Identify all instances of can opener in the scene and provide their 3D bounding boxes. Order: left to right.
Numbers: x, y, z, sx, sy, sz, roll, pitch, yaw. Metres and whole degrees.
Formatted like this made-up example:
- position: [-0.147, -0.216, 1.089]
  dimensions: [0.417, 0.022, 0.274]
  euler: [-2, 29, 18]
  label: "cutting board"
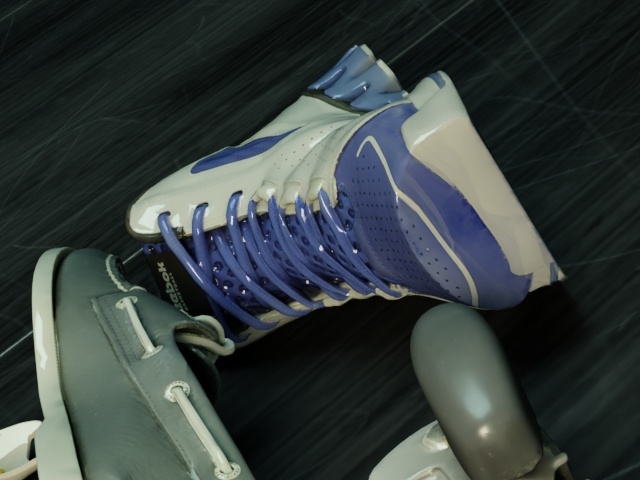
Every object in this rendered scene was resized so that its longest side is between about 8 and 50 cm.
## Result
- position: [0.077, 0.114, 0.548]
  dimensions: [0.074, 0.093, 0.280]
  euler: [-29, 27, -4]
  label: "can opener"

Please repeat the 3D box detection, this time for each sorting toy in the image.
- position: [-0.182, 0.125, 0.882]
  dimensions: [0.075, 0.045, 0.083]
  euler: [-26, 21, -13]
  label: "sorting toy"

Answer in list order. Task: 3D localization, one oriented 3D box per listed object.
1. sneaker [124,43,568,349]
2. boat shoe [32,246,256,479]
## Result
- position: [0.000, 0.000, 0.851]
  dimensions: [0.182, 0.127, 0.315]
  euler: [-34, 16, -3]
  label: "sneaker"
- position: [-0.085, 0.086, 0.786]
  dimensions: [0.099, 0.116, 0.319]
  euler: [-12, 23, -6]
  label: "boat shoe"
